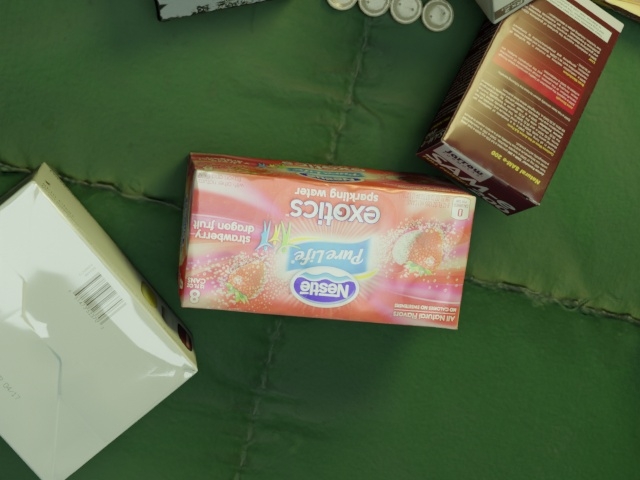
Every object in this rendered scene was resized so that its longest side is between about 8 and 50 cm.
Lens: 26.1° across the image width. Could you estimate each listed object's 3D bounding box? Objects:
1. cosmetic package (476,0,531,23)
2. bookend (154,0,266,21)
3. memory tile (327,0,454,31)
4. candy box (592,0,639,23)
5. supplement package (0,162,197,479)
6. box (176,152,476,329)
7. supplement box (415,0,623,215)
[{"bbox_3d":[0.188,-0.356,1.410,0.151,0.151,0.183,-33,71,-1],"label":"cosmetic package"},{"bbox_3d":[-0.110,-0.321,1.450,0.156,0.072,0.157,-13,101,-6],"label":"bookend"},{"bbox_3d":[0.085,-0.296,1.512,0.148,0.012,0.113,12,99,-9],"label":"memory tile"},{"bbox_3d":[0.392,-0.330,1.529,0.109,0.053,0.186,23,95,-12],"label":"candy box"},{"bbox_3d":[-0.290,0.086,1.463,0.204,0.145,0.262,-39,104,1],"label":"supplement package"},{"bbox_3d":[0.000,0.000,1.489,0.300,0.142,0.154,6,100,-9],"label":"box"},{"bbox_3d":[0.216,-0.162,1.483,0.130,0.073,0.239,33,71,-12],"label":"supplement box"}]
